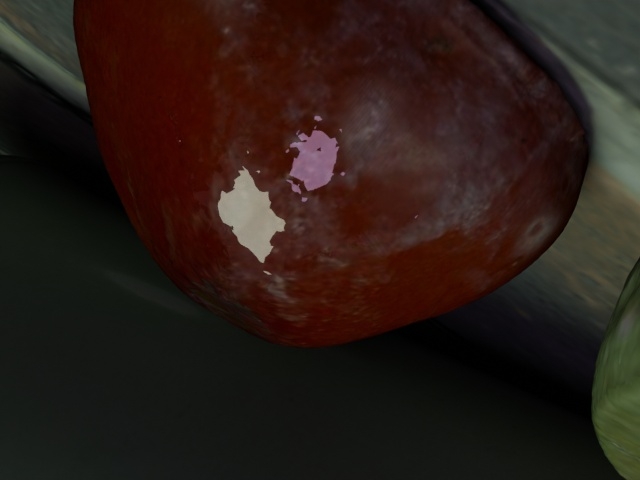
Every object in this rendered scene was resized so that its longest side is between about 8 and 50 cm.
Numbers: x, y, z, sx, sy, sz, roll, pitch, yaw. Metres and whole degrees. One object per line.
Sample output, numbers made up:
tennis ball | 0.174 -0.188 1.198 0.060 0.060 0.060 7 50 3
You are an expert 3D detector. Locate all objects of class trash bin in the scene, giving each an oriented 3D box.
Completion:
trash bin | -0.046 0.144 0.702 0.432 0.280 0.280 21 160 25

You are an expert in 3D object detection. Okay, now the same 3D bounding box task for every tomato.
tomato | -0.012 -0.024 0.482 0.159 0.091 0.139 42 160 -20

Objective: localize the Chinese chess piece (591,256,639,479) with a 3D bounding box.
Chinese chess piece | 0.156 0.055 0.417 0.188 0.083 0.188 28 164 9
